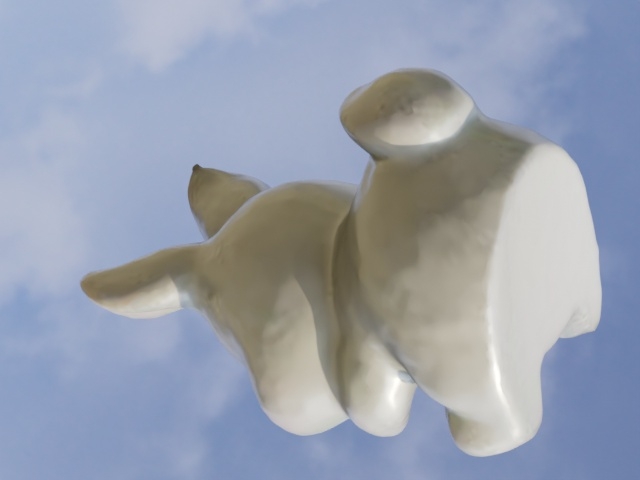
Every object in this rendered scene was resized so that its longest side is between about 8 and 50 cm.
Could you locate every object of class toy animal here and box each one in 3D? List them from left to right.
[{"bbox_3d":[0.006,0.009,0.836,0.368,0.241,0.196,-7,-156,41],"label":"toy animal"}]
